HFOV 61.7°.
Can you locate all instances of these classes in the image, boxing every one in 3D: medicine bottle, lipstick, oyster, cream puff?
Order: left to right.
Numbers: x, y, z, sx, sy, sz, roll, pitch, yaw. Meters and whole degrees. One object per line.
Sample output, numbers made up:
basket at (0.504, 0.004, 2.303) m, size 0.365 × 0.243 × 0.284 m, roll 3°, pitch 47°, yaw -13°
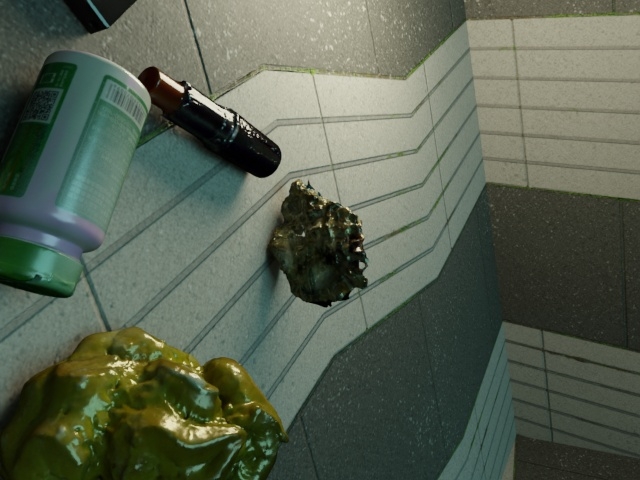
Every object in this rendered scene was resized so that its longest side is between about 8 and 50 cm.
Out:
medicine bottle at (-0.303, -0.075, 0.634) m, size 0.133 × 0.133 × 0.274 m, roll 36°, pitch 59°, yaw -51°
cream puff at (-0.205, 0.266, 0.680) m, size 0.324 × 0.257 × 0.291 m, roll 46°, pitch 49°, yaw -47°
lipstick at (-0.172, -0.187, 0.879) m, size 0.300 × 0.081 × 0.081 m, roll 30°, pitch 65°, yaw -55°
oyster at (-0.005, -0.001, 1.029) m, size 0.092 × 0.198 × 0.259 m, roll 30°, pitch 44°, yaw -50°

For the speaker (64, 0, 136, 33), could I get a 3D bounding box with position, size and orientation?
speaker at (-0.330, -0.379, 0.673) m, size 0.218 × 0.044 × 0.082 m, roll 58°, pitch 45°, yaw -39°
